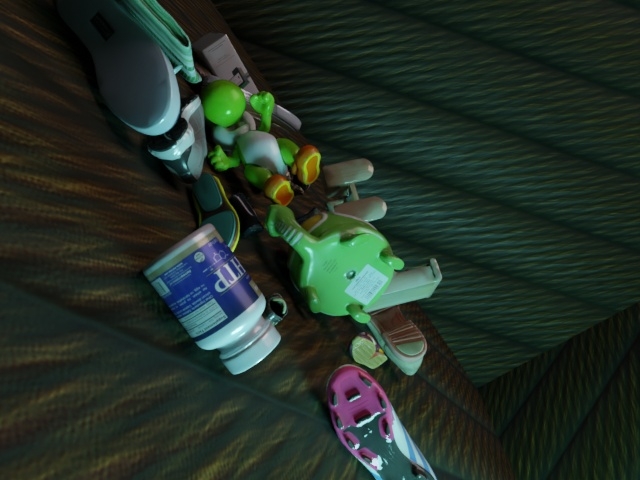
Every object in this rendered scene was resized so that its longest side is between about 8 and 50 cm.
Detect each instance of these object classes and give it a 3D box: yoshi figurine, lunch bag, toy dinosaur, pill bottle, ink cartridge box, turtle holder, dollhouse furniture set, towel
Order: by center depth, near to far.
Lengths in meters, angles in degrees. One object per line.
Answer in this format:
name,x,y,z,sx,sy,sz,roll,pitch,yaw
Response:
pill bottle,-0.141,0.081,0.680,0.187,0.112,0.112,55,12,-8
towel,-0.324,-0.419,0.953,0.248,0.038,0.325,46,-5,-11
turtle holder,0.010,0.044,1.202,0.320,0.243,0.227,1,26,-27
yoshi figurine,-0.177,-0.257,1.203,0.362,0.203,0.203,42,31,24
ink cartridge box,-0.281,-0.491,1.486,0.160,0.092,0.219,39,-16,52
lunch bag,0.000,0.000,1.490,0.151,0.096,0.129,51,13,-34
dollhouse furniture set,0.171,-0.006,1.532,0.362,0.256,0.394,89,-13,-66
toy dinosaur,-0.139,-0.260,1.710,0.268,0.064,0.118,63,-1,33

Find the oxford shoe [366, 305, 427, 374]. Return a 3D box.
oxford shoe,0.198,0.262,1.625,0.397,0.140,0.146,-118,-161,-44

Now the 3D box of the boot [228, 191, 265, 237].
boot,-0.167,-0.059,1.102,0.099,0.045,0.121,59,5,0

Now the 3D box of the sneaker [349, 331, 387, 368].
sneaker,0.109,0.274,1.314,0.084,0.069,0.185,55,2,38

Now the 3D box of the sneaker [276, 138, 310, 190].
sneaker,-0.108,-0.278,1.823,0.217,0.079,0.121,57,10,-5

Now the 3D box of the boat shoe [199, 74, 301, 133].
boat shoe,-0.199,-0.360,1.413,0.302,0.094,0.109,20,4,-25

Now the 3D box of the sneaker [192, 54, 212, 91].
sneaker,-0.372,-0.483,1.390,0.188,0.066,0.071,53,28,7

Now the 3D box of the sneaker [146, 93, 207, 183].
sneaker,-0.271,-0.203,0.981,0.271,0.100,0.108,-102,170,-52

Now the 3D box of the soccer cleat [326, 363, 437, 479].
soccer cleat,0.108,0.377,0.964,0.331,0.116,0.143,58,-4,-5

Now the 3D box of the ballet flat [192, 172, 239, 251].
ballet flat,-0.184,-0.032,0.914,0.077,0.077,0.231,69,-2,-47

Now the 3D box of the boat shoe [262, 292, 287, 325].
boat shoe,-0.084,0.128,0.930,0.056,0.049,0.152,55,12,-7

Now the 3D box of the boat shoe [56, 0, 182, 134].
boat shoe,-0.340,-0.315,0.918,0.367,0.136,0.156,51,6,19
